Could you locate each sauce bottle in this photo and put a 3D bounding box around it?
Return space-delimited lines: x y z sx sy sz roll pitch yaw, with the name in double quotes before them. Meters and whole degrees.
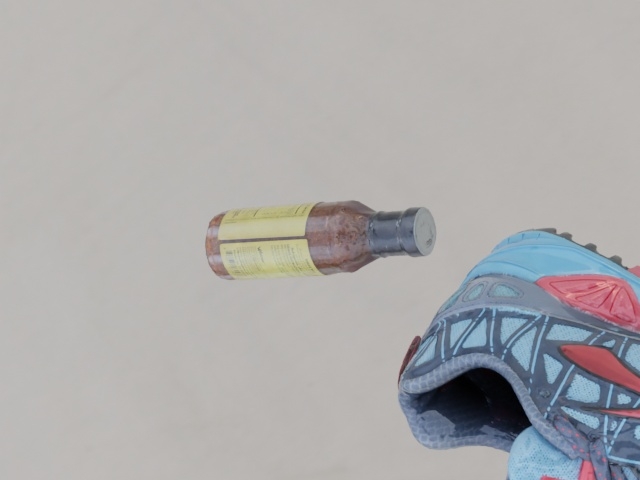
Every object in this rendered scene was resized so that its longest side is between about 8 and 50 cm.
"sauce bottle" 0.000 0.000 0.925 0.128 0.042 0.042 -1 101 31

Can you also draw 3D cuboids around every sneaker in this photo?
"sneaker" 0.138 0.089 0.720 0.262 0.125 0.104 21 142 47
